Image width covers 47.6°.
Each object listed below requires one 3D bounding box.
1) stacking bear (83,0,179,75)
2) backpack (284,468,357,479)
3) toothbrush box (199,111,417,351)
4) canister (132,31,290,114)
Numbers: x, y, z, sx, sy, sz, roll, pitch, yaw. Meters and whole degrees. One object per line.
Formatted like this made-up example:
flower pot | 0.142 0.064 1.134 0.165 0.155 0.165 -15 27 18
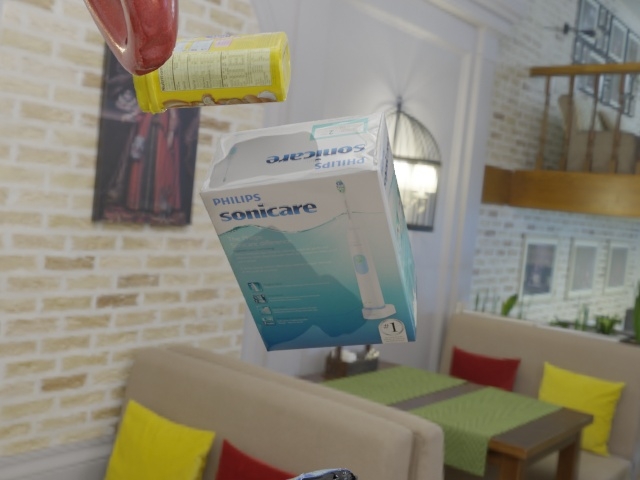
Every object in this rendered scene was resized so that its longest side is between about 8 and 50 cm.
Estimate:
stacking bear | -0.005 -0.234 0.419 0.288 0.175 0.164 -22 54 -24
backpack | -0.013 0.355 0.942 0.114 0.105 0.084 5 -22 -36
toothbrush box | 0.000 0.000 0.943 0.216 0.296 0.126 -6 42 14
canister | -0.125 -0.204 0.871 0.169 0.073 0.126 -3 29 4
